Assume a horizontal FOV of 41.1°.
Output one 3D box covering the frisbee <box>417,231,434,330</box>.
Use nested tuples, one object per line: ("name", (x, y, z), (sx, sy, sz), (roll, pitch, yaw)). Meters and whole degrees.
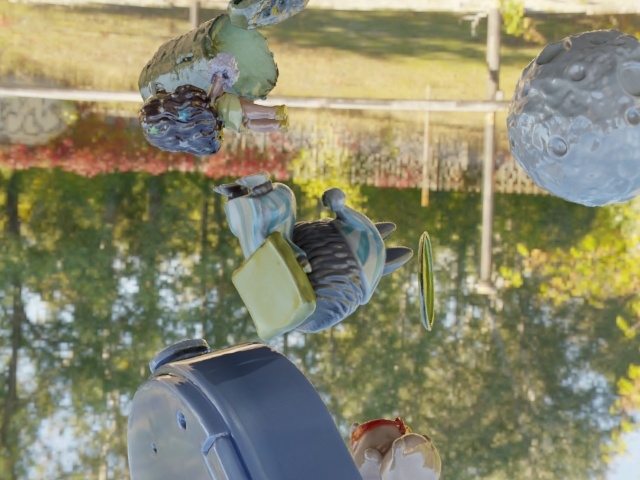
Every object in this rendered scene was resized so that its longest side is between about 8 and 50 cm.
("frisbee", (0.252, 0.097, 2.034), (0.017, 0.235, 0.236), (-3, 180, 13))

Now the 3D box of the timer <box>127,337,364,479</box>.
("timer", (-0.091, 0.287, 1.007), (0.173, 0.394, 0.395), (-13, -171, -31))

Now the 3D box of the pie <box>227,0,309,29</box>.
("pie", (-0.074, -0.467, 1.622), (0.218, 0.052, 0.185), (-32, 176, 9))

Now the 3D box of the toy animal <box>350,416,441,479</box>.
("toy animal", (0.148, 0.449, 1.775), (0.171, 0.171, 0.198), (1, -177, -30))

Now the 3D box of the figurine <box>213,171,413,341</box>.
("figurine", (0.000, 0.000, 1.880), (0.378, 0.361, 0.266), (-21, -175, -38))

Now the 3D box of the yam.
("yam", (-0.241, -0.354, 1.812), (0.195, 0.195, 0.300), (1, 174, -42))

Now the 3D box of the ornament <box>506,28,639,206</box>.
("ornament", (0.513, -0.223, 1.621), (0.337, 0.337, 0.337), (2, -178, 0))

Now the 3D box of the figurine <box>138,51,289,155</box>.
("figurine", (-0.172, -0.204, 1.379), (0.240, 0.115, 0.174), (-7, 150, 3))
